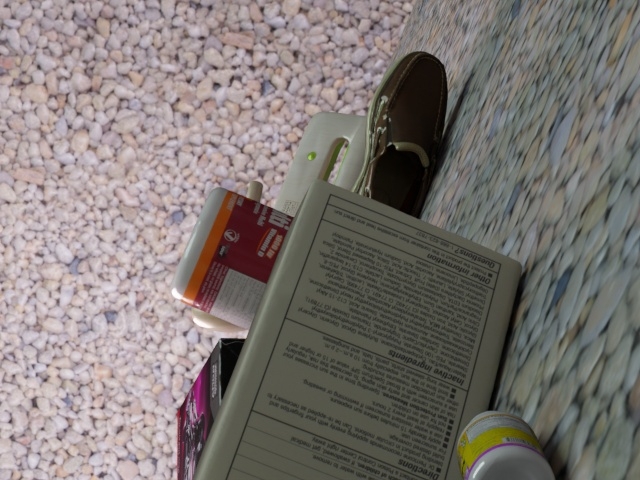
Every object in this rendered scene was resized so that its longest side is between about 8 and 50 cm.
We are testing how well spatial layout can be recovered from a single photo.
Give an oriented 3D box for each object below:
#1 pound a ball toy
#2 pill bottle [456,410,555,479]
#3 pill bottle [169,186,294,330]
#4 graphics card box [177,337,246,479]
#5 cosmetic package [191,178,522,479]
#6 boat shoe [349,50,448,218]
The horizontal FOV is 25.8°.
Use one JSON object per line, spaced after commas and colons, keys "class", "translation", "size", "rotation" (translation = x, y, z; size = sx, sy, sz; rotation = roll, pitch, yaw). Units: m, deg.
{"class": "pound a ball toy", "translation": [0.000, 0.000, 1.638], "size": [0.208, 0.136, 0.319], "rotation": [49, -123, -54]}
{"class": "pill bottle", "translation": [0.092, 0.113, 0.708], "size": [0.083, 0.043, 0.043], "rotation": [-88, 21, -80]}
{"class": "pill bottle", "translation": [-0.027, 0.042, 1.376], "size": [0.121, 0.221, 0.121], "rotation": [-157, 90, -86]}
{"class": "graphics card box", "translation": [-0.084, 0.251, 1.410], "size": [0.371, 0.094, 0.232], "rotation": [127, 143, -69]}
{"class": "cosmetic package", "translation": [0.011, 0.129, 0.882], "size": [0.113, 0.160, 0.309], "rotation": [117, 175, -54]}
{"class": "boat shoe", "translation": [0.098, -0.096, 1.571], "size": [0.095, 0.095, 0.257], "rotation": [-12, 60, 68]}
